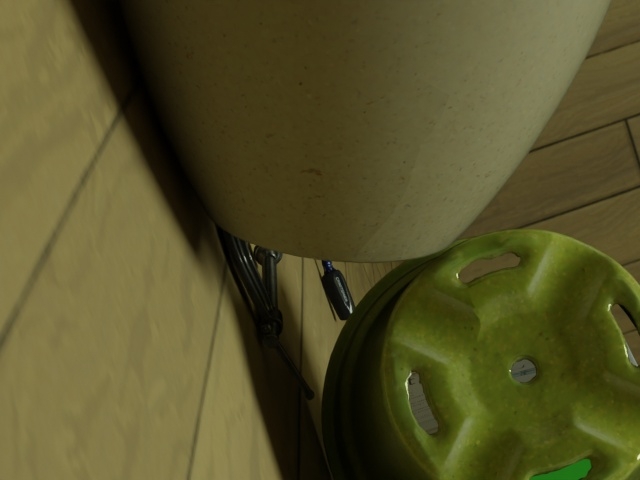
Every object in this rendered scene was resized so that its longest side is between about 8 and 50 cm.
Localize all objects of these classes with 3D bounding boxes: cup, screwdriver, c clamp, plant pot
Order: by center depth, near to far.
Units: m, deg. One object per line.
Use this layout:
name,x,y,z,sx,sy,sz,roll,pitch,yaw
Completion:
cup,0.021,-0.124,1.019,0.331,0.331,0.237,-94,-171,-70
plant pot,0.133,0.104,1.130,0.254,0.276,0.276,81,-9,-77
c clamp,-0.046,0.020,1.176,0.160,0.022,0.137,-98,163,-57
screwdriver,0.000,0.000,1.651,0.024,0.025,0.169,-5,77,-85

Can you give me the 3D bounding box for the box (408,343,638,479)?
box,0.175,0.192,1.483,0.231,0.262,0.126,-96,166,-71
